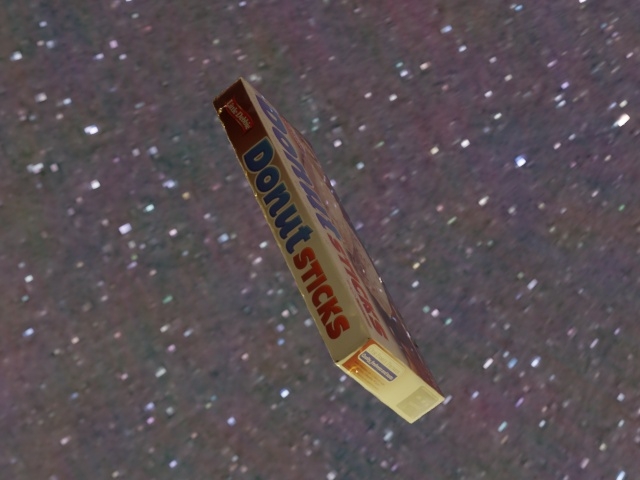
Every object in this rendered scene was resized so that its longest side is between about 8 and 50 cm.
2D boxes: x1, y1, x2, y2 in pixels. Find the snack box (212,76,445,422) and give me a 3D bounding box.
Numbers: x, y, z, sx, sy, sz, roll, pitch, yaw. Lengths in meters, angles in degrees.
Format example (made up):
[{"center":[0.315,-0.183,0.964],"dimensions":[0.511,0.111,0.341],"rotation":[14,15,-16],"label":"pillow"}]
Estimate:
[{"center":[0.000,0.000,0.607],"dimensions":[0.022,0.064,0.178],"rotation":[-38,-134,12],"label":"snack box"}]
